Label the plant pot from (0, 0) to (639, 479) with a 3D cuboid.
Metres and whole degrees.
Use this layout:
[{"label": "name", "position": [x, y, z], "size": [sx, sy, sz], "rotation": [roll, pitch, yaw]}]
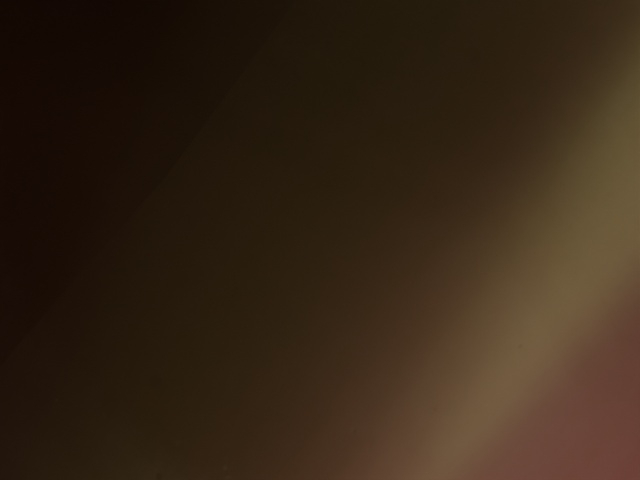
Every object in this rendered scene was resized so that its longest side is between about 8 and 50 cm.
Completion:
[{"label": "plant pot", "position": [0.000, 0.000, 0.581], "size": [0.280, 0.323, 0.323], "rotation": [-59, 153, -15]}]
